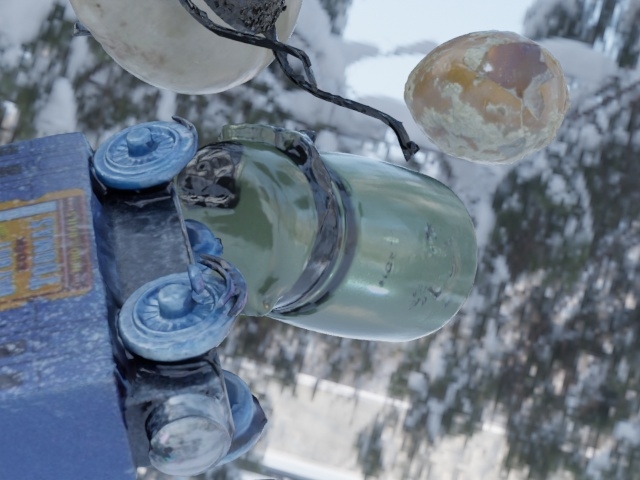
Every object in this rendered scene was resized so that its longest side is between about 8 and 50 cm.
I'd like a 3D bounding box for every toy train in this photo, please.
[{"bbox_3d":[-0.151,0.039,0.795,0.202,0.300,0.131,-12,-53,-7],"label":"toy train"}]

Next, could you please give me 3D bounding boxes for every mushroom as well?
[{"bbox_3d":[-0.192,-0.347,1.567,0.294,0.362,0.362,-20,-31,36],"label":"mushroom"}]

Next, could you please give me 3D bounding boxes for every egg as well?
[{"bbox_3d":[0.233,-0.202,1.807,0.233,0.195,0.195,17,-10,18],"label":"egg"}]

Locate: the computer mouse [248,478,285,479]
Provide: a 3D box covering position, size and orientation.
[{"bbox_3d":[-0.043,0.258,1.149,0.172,0.099,0.057,8,-44,17],"label":"computer mouse"}]

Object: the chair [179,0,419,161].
[{"bbox_3d":[-0.021,-0.164,0.591,0.213,0.149,0.174,35,5,24],"label":"chair"}]

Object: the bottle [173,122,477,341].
[{"bbox_3d":[0.000,-0.002,1.107,0.168,0.168,0.347,9,-2,31],"label":"bottle"}]
